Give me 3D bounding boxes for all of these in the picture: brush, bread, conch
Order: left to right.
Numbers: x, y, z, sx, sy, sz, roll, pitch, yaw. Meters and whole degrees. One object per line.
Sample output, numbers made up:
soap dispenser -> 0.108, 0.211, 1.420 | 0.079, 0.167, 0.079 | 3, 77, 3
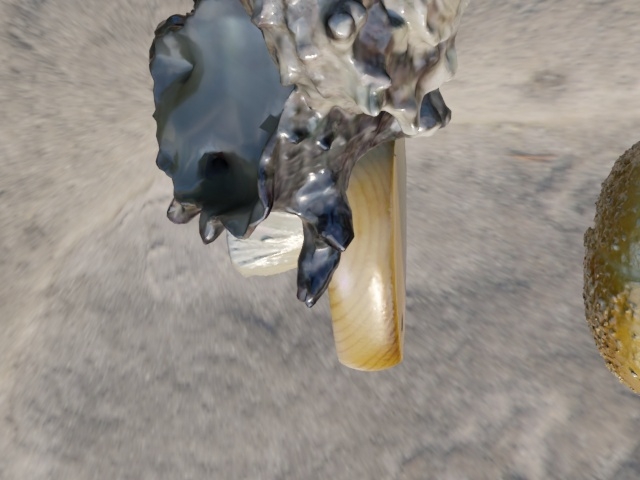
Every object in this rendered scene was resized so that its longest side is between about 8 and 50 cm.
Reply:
brush -> 0.000, 0.000, 1.667 | 0.166, 0.174, 0.267 | -2, 100, 7
conch -> 0.009, -0.121, 0.968 | 0.186, 0.240, 0.313 | 27, 109, -5
bread -> 0.351, 0.022, 1.726 | 0.159, 0.305, 0.305 | 7, 94, 21
